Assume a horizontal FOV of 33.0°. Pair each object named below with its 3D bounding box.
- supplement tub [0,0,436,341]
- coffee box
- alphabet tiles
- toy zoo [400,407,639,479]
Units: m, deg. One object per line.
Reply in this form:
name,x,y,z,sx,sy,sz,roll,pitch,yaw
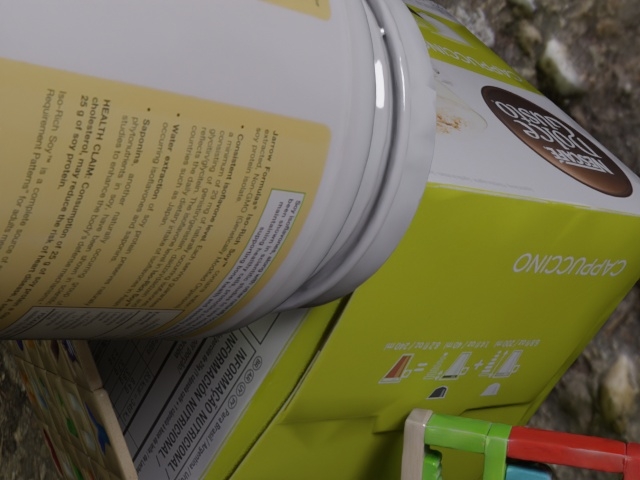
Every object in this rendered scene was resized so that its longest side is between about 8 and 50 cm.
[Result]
supplement tub,-0.126,-0.072,0.511,0.241,0.331,0.241,-6,82,44
coffee box,0.000,0.000,0.854,0.334,0.337,0.338,51,121,36
alphabet tiles,-0.181,0.117,0.762,0.342,0.011,0.285,-5,106,67
toy zoo,0.194,0.226,0.715,0.293,0.030,0.192,6,103,16
